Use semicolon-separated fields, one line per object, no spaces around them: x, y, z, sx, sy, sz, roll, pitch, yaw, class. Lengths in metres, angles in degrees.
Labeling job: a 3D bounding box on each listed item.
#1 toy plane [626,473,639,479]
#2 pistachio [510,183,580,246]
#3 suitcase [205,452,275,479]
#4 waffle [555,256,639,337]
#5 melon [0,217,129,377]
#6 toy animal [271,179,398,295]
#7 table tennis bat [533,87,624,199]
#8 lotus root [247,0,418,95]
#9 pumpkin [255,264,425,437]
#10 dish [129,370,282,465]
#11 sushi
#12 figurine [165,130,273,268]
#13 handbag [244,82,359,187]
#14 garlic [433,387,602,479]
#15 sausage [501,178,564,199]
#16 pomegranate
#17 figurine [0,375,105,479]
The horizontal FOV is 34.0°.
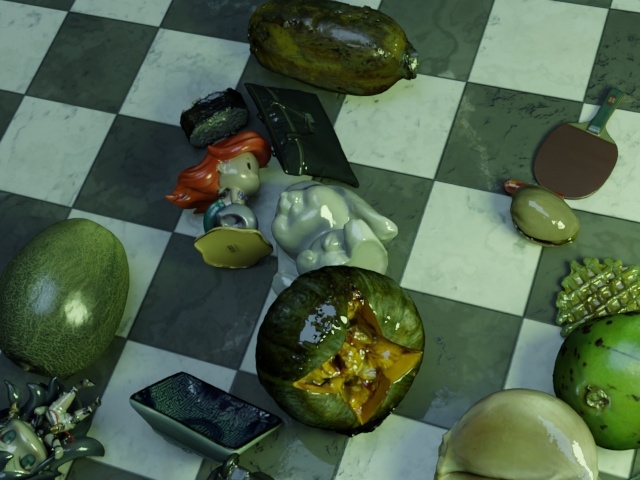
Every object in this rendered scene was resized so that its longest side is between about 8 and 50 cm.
0.625;0.375;1.780;0.234;0.082;0.160;-12;35;5;toy plane
0.430;-0.046;2.022;0.149;0.113;0.113;31;72;11;pistachio
-0.088;0.579;1.758;0.345;0.188;0.339;23;69;19;suitcase
0.527;0.115;1.956;0.169;0.036;0.183;5;64;16;waffle
-0.505;0.109;2.050;0.248;0.248;0.329;10;59;16;melon
0.000;0.000;2.048;0.272;0.206;0.265;-41;48;11;toy animal
0.540;-0.199;2.125;0.154;0.021;0.274;28;73;23;table tennis bat
0.023;-0.415;2.244;0.397;0.196;0.179;14;72;15;lotus root
0.037;0.191;1.874;0.320;0.320;0.192;-39;30;-9;pumpkin
-0.219;0.344;1.947;0.243;0.182;0.080;21;108;22;dish
-0.231;-0.270;2.278;0.150;0.090;0.078;-28;57;-1;sushi
-0.196;-0.090;2.129;0.208;0.181;0.257;-38;46;43;figurine
-0.041;-0.219;2.165;0.089;0.211;0.254;-44;57;32;handbag
0.363;0.387;1.704;0.246;0.231;0.340;-6;28;-27;garlic
0.420;-0.095;2.087;0.129;0.034;0.034;20;69;21;sausage
0.535;0.233;1.789;0.270;0.254;0.254;-8;52;-39;pomegranate
-0.534;0.372;1.954;0.265;0.197;0.175;-23;58;-24;figurine
